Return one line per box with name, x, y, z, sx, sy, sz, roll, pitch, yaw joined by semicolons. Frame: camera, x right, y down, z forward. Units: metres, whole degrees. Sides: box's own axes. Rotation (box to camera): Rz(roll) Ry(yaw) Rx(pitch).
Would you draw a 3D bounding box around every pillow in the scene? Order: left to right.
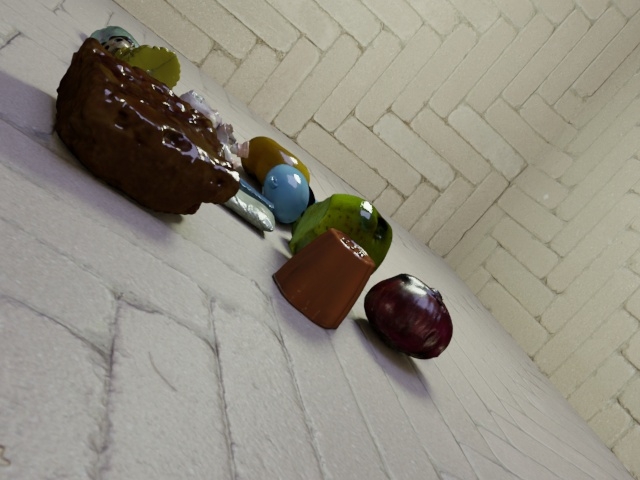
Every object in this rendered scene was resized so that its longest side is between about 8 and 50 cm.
pillow;-0.211;-0.103;1.716;0.229;0.051;0.128;36;9;-14

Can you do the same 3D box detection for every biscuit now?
biscuit;-0.364;-0.224;1.369;0.343;0.166;0.395;35;14;-33

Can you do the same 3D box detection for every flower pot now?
flower pot;0.020;0.075;1.485;0.191;0.173;0.190;40;9;-8

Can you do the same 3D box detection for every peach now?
peach;-0.147;-0.228;2.168;0.251;0.153;0.251;43;-9;9

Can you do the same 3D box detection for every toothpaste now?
toothpaste;-0.246;-0.154;1.803;0.272;0.053;0.066;37;7;-13

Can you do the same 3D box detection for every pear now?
pear;0.075;0.010;1.653;0.238;0.164;0.255;38;-26;-16

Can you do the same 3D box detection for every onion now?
onion;0.227;0.190;1.683;0.246;0.190;0.246;46;-6;6

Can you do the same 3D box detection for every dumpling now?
dumpling;-0.657;-0.634;2.145;0.216;0.105;0.149;51;8;27

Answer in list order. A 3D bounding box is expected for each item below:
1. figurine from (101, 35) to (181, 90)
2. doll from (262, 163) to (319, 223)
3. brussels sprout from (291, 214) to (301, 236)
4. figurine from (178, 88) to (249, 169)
figurine;-0.557;-0.518;1.935;0.168;0.187;0.315;23;12;-46
doll;-0.085;-0.118;1.985;0.314;0.141;0.177;46;32;-61
brussels sprout;0.005;0.002;1.852;0.183;0.131;0.145;31;-7;-39
figurine;-0.333;-0.322;1.975;0.276;0.133;0.200;43;-2;-11
